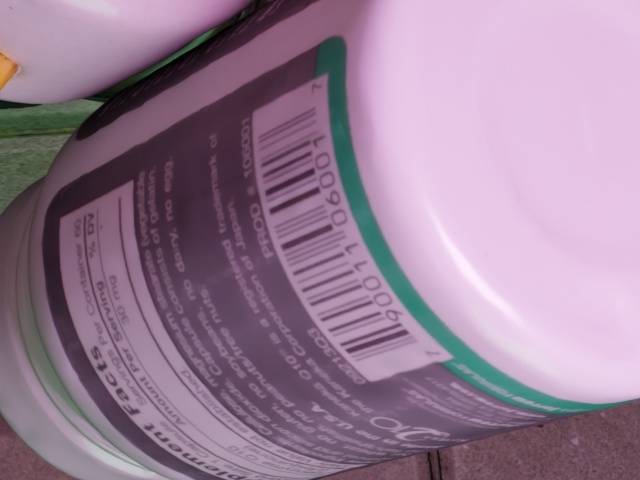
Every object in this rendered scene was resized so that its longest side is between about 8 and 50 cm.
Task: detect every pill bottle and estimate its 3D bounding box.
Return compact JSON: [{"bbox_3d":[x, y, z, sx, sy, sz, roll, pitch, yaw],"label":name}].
[{"bbox_3d":[0.000,0.000,0.831,0.204,0.204,0.361,4,165,-35],"label":"pill bottle"}]

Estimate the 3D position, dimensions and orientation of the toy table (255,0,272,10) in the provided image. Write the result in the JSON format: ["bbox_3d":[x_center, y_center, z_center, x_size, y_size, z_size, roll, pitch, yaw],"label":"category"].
[{"bbox_3d":[0.096,-0.174,0.913,0.274,0.161,0.252,-5,167,0],"label":"toy table"}]

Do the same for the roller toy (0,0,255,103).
[{"bbox_3d":[-0.110,-0.158,0.801,0.191,0.209,0.146,-3,169,-36],"label":"roller toy"}]

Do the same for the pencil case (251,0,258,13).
[{"bbox_3d":[0.063,-0.133,1.235,0.209,0.095,0.098,-4,151,-19],"label":"pencil case"}]

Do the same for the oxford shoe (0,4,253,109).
[{"bbox_3d":[-0.150,-0.130,1.161,0.227,0.083,0.096,-12,162,21],"label":"oxford shoe"}]
